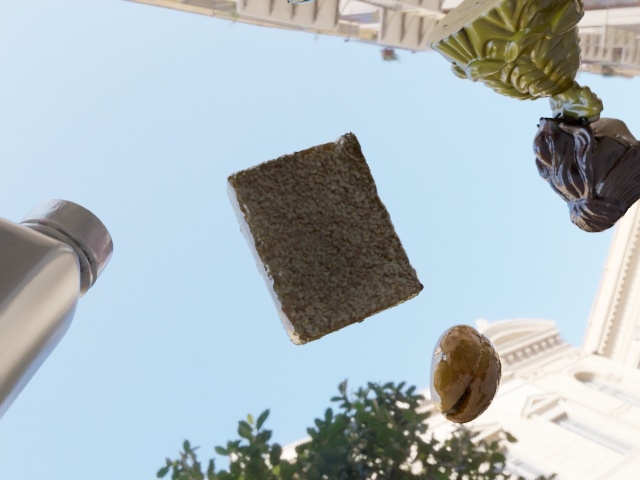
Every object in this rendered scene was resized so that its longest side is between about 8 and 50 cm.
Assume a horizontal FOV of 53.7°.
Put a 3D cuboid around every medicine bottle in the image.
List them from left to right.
[{"bbox_3d":[-0.199,0.049,0.388,0.183,0.069,0.119,-68,1,-51],"label":"medicine bottle"}]

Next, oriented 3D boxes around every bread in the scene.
[{"bbox_3d":[0.000,0.000,0.817,0.184,0.110,0.234,-22,-99,-5],"label":"bread"},{"bbox_3d":[0.223,0.194,0.956,0.114,0.077,0.189,44,-146,-5],"label":"bread"}]

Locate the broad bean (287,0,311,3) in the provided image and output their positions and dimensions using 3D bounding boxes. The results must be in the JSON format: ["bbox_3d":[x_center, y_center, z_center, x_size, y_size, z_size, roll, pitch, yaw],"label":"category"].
[{"bbox_3d":[0.007,-0.313,0.653,0.039,0.227,0.069,-31,-93,-30],"label":"broad bean"}]

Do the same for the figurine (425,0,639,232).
[{"bbox_3d":[0.290,-0.167,0.758,0.315,0.187,0.168,48,-135,-16],"label":"figurine"}]
